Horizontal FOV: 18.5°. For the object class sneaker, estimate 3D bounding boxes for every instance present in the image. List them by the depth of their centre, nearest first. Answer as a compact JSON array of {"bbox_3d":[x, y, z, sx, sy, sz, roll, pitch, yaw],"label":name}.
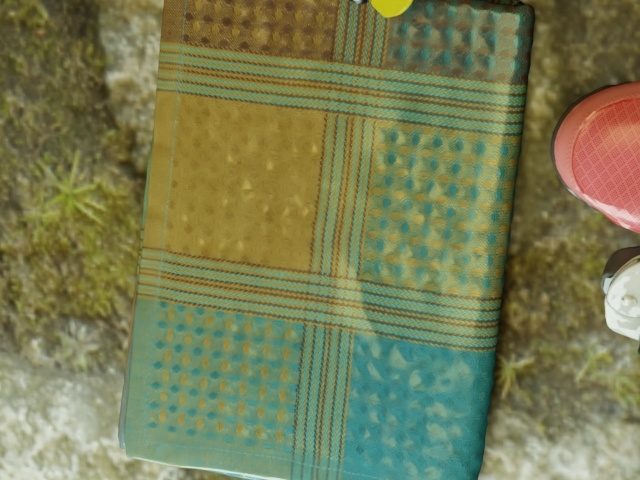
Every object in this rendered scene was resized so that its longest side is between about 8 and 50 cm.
[{"bbox_3d":[0.285,-0.021,1.196,0.314,0.136,0.116,20,109,16],"label":"sneaker"}]

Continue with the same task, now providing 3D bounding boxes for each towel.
[{"bbox_3d":[0.000,0.000,1.368,0.271,0.040,0.370,11,105,17],"label":"towel"}]

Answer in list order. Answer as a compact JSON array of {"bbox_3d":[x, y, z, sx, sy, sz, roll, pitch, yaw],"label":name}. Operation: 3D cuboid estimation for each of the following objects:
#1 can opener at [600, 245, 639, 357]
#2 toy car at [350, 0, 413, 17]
[{"bbox_3d":[0.312,0.066,1.237,0.280,0.093,0.074,22,137,7],"label":"can opener"},{"bbox_3d":[-0.042,-0.257,1.278,0.225,0.053,0.239,7,133,45],"label":"toy car"}]
